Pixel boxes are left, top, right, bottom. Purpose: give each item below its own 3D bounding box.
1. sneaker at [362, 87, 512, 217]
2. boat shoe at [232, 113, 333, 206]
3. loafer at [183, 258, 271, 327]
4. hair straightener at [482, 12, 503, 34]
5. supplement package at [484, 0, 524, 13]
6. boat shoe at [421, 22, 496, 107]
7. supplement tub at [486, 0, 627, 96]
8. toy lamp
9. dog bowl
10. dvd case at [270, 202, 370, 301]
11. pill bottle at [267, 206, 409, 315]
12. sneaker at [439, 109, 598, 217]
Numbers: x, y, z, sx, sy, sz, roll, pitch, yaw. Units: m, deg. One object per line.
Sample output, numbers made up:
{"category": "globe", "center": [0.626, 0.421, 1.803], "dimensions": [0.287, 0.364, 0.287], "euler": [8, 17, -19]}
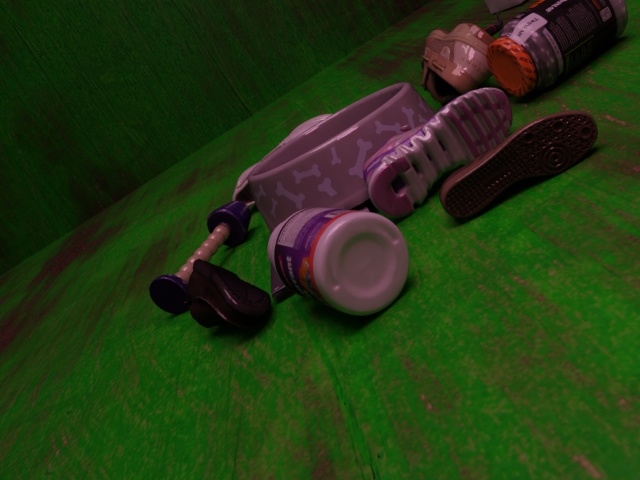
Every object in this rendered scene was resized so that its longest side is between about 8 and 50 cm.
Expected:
{"category": "sneaker", "center": [0.149, -0.130, 0.957], "dimensions": [0.236, 0.095, 0.104], "euler": [-35, 23, -6]}
{"category": "boat shoe", "center": [-0.062, -0.141, 1.381], "dimensions": [0.277, 0.098, 0.096], "euler": [-35, 15, 27]}
{"category": "loafer", "center": [-0.129, 0.085, 0.942], "dimensions": [0.078, 0.080, 0.220], "euler": [-67, 22, 0]}
{"category": "hair straightener", "center": [0.332, -0.462, 1.621], "dimensions": [0.230, 0.047, 0.089], "euler": [-40, 19, -21]}
{"category": "supplement package", "center": [0.529, -0.710, 1.793], "dimensions": [0.244, 0.139, 0.134], "euler": [-38, 17, -13]}
{"category": "boat shoe", "center": [0.226, -0.303, 1.258], "dimensions": [0.110, 0.121, 0.341], "euler": [-55, 4, 6]}
{"category": "supplement tub", "center": [0.350, -0.305, 1.054], "dimensions": [0.190, 0.117, 0.117], "euler": [-35, 17, -9]}
{"category": "toy lamp", "center": [-0.192, 0.016, 1.208], "dimensions": [0.080, 0.080, 0.275], "euler": [-22, 23, 31]}
{"category": "dog bowl", "center": [0.034, -0.140, 1.154], "dimensions": [0.348, 0.102, 0.349], "euler": [-30, 14, 8]}
{"category": "dvd case", "center": [0.000, 0.000, 1.009], "dimensions": [0.164, 0.018, 0.221], "euler": [-31, 17, 6]}
{"category": "pill bottle", "center": [0.008, 0.017, 0.798], "dimensions": [0.108, 0.108, 0.193], "euler": [-38, 18, -16]}
{"category": "sneaker", "center": [0.218, -0.096, 0.806], "dimensions": [0.188, 0.066, 0.071], "euler": [-28, 17, 13]}
